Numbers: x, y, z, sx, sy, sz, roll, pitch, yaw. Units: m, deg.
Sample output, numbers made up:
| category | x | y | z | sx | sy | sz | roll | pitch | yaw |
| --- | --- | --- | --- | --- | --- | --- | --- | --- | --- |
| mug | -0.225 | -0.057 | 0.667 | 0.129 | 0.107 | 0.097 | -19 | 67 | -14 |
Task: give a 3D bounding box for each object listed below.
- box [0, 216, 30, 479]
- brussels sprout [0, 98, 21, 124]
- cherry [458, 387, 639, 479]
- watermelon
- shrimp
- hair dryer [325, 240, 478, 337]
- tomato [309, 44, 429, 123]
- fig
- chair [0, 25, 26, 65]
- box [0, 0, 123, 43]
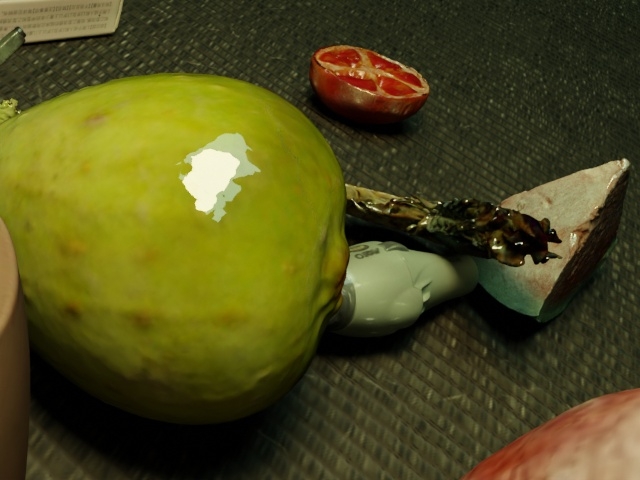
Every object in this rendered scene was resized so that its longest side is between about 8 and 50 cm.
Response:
| category | x | y | z | sx | sy | sz | roll | pitch | yaw |
| --- | --- | --- | --- | --- | --- | --- | --- | --- | --- |
| box | -0.307 | 0.087 | 0.597 | 0.301 | 0.216 | 0.301 | 12 | 33 | -8 |
| brussels sprout | -0.321 | -0.109 | 1.040 | 0.085 | 0.058 | 0.085 | 2 | 2 | 0 |
| cherry | 0.191 | 0.244 | 0.546 | 0.326 | 0.335 | 0.291 | 56 | 25 | 11 |
| watermelon | 0.261 | 0.010 | 1.093 | 0.207 | 0.202 | 0.136 | -6 | 79 | -31 |
| shrimp | 0.089 | -0.027 | 0.996 | 0.222 | 0.054 | 0.290 | 15 | 1 | -27 |
| hair dryer | 0.036 | 0.008 | 1.048 | 0.229 | 0.092 | 0.267 | 5 | 24 | -35 |
| tomato | 0.058 | -0.187 | 1.346 | 0.155 | 0.069 | 0.156 | 14 | 29 | -8 |
| fig | -0.135 | -0.008 | 0.803 | 0.326 | 0.258 | 0.258 | 18 | 30 | 20 |
| chair | -0.431 | -0.157 | 0.981 | 0.270 | 0.147 | 0.136 | -48 | 40 | -14 |
| box | -0.430 | -0.299 | 1.256 | 0.200 | 0.065 | 0.343 | 38 | 36 | 28 |
